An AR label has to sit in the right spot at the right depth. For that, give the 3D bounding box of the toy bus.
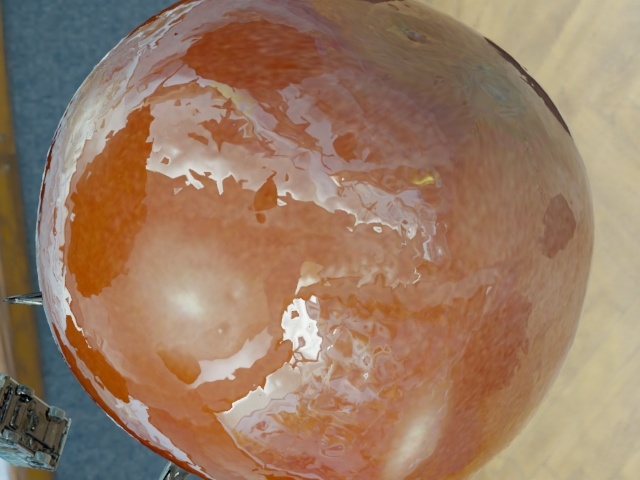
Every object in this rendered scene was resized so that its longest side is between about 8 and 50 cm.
[{"bbox_3d":[-0.252,0.145,1.010,0.058,0.102,0.052,0,61,24],"label":"toy bus"}]

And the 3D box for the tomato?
[{"bbox_3d":[0.000,0.000,0.575,0.256,0.255,0.224,50,129,31],"label":"tomato"}]
